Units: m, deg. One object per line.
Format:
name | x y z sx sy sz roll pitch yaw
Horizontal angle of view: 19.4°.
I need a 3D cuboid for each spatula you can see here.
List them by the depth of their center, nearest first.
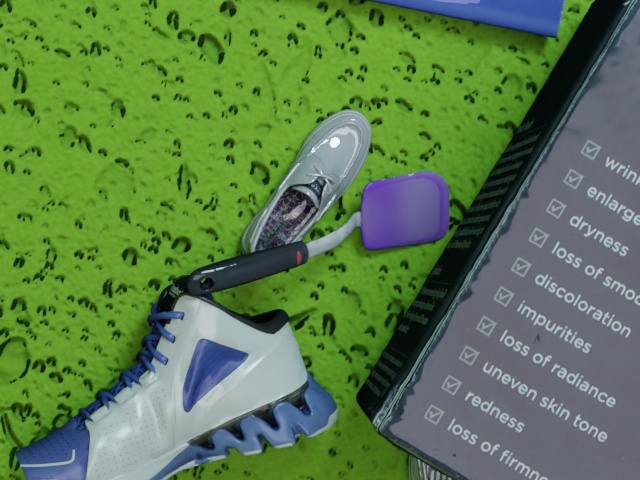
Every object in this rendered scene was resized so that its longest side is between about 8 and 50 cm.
spatula | 0.000 0.000 1.823 0.296 0.030 0.084 -20 125 -29

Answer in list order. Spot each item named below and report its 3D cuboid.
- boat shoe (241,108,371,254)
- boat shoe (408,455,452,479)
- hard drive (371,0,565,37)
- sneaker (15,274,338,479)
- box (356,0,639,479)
boat shoe | -0.013 -0.050 1.844 0.066 0.063 0.184 43 91 -12
boat shoe | 0.132 0.158 1.892 0.083 0.076 0.226 -2 99 -8
hard drive | 0.098 -0.332 1.827 0.318 0.040 0.210 10 97 -9
sneaker | -0.154 0.136 1.834 0.315 0.127 0.182 -17 97 -12
box | 0.356 0.080 1.721 0.480 0.297 0.472 32 90 -2
